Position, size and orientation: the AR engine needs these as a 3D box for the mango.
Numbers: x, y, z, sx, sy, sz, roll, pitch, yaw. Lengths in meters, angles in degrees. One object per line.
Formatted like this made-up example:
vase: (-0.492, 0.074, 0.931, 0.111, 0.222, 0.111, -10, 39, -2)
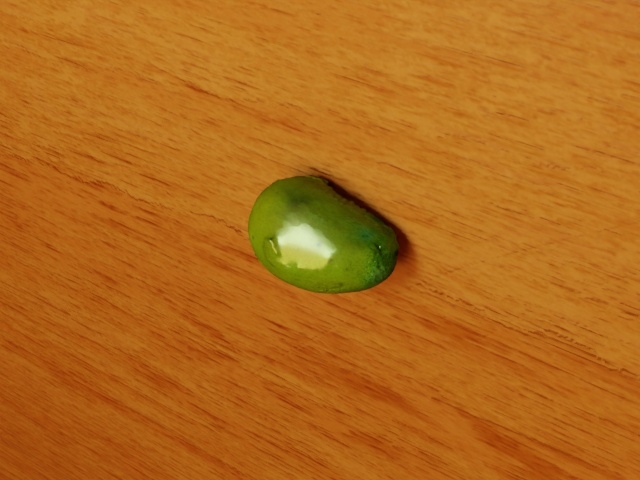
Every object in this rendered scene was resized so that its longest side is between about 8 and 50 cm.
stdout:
mango: (-0.001, 0.001, 1.518, 0.178, 0.100, 0.119, 19, 135, 26)
